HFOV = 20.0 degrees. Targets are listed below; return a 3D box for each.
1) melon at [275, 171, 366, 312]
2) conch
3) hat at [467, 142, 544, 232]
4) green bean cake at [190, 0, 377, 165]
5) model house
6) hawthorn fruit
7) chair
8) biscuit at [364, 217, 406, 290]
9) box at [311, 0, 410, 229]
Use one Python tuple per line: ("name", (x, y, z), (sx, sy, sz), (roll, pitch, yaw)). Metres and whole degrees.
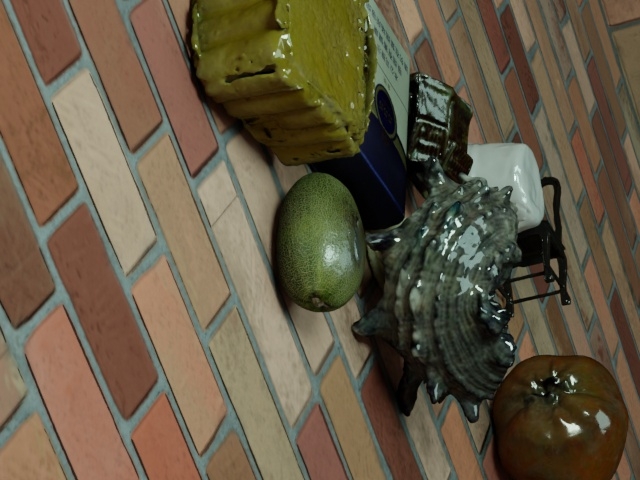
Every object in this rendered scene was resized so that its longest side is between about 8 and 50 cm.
("melon", (0.000, 0.000, 1.937), (0.099, 0.099, 0.162), (48, 34, -50))
("conch", (0.148, 0.057, 2.141), (0.240, 0.186, 0.313), (-8, 96, -72))
("hat", (0.237, -0.067, 2.518), (0.203, 0.126, 0.203), (-12, 90, -72))
("green bean cake", (-0.038, -0.216, 1.926), (0.224, 0.131, 0.230), (43, 42, -51))
("model house", (0.133, -0.120, 2.339), (0.165, 0.106, 0.152), (32, 56, -55))
("hawthorn fruit", (0.333, 0.278, 2.497), (0.251, 0.199, 0.199), (73, 18, -44))
("chair", (0.297, -0.011, 2.661), (0.113, 0.106, 0.229), (48, 34, -54))
("biscuit", (0.087, 0.005, 2.247), (0.152, 0.020, 0.152), (46, 37, -51))
("box", (0.048, -0.161, 2.178), (0.168, 0.071, 0.259), (53, 31, -47))
